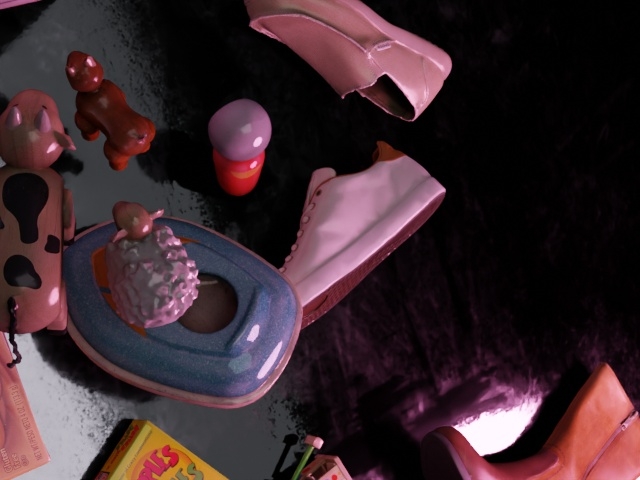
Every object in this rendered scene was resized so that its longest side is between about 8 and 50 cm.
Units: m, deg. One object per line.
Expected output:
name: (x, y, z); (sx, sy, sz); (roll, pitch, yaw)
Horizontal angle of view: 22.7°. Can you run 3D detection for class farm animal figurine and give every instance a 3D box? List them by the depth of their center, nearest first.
farm animal figurine: (-0.306, -0.050, 1.512); (0.330, 0.172, 0.326); (-13, 71, -11)

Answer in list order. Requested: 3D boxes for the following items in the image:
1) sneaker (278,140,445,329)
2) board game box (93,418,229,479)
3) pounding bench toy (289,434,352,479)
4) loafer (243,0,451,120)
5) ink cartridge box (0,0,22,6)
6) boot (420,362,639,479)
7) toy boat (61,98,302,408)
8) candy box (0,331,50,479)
sneaker: (0.000, 0.000, 1.799); (0.290, 0.106, 0.123); (-41, 78, -21)
board game box: (-0.149, 0.281, 1.716); (0.181, 0.043, 0.092); (39, 71, -19)
pounding bench toy: (-0.011, 0.268, 1.782); (0.065, 0.052, 0.083); (-36, 102, -24)
loafer: (0.032, -0.214, 1.813); (0.269, 0.102, 0.092); (20, 72, -25)
ink cartridge box: (-0.306, -0.293, 1.548); (0.207, 0.283, 0.117); (-18, 98, -27)
boot: (0.272, 0.249, 1.904); (0.280, 0.096, 0.264); (-44, 105, -23)
toy boat: (-0.131, 0.006, 1.664); (0.268, 0.148, 0.318); (19, 65, 4)
candy box: (-0.444, 0.192, 1.548); (0.316, 0.087, 0.182); (-23, 97, -26)
